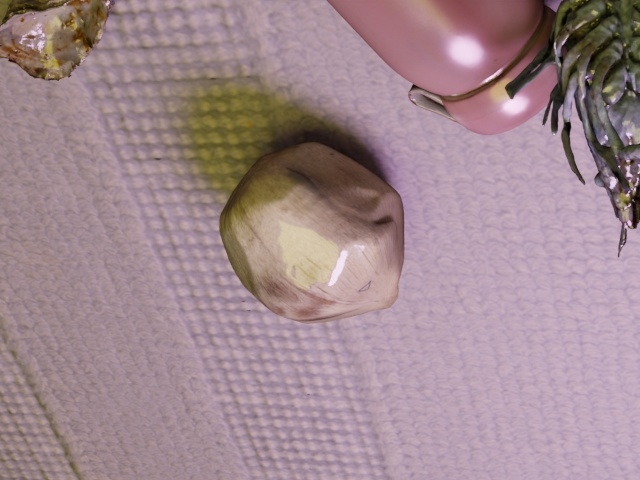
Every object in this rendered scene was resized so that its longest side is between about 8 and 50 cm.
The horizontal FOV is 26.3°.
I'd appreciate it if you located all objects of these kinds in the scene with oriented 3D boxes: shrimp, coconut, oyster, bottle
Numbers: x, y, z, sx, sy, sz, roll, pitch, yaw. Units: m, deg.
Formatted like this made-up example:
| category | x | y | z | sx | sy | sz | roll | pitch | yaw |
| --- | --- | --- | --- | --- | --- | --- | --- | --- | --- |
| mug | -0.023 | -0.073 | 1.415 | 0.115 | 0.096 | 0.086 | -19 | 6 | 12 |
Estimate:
| category | x | y | z | sx | sy | sz | roll | pitch | yaw |
| --- | --- | --- | --- | --- | --- | --- | --- | --- | --- |
| shrimp | 0.271 | -0.194 | 1.211 | 0.221 | 0.166 | 0.410 | -4 | 85 | 12 |
| coconut | 0.000 | 0.000 | 1.535 | 0.224 | 0.224 | 0.224 | 11 | 133 | 11 |
| oyster | -0.297 | -0.244 | 1.523 | 0.105 | 0.056 | 0.177 | 27 | 136 | -21 |
| bottle | 0.104 | -0.236 | 1.309 | 0.297 | 0.173 | 0.206 | 43 | 148 | -22 |
